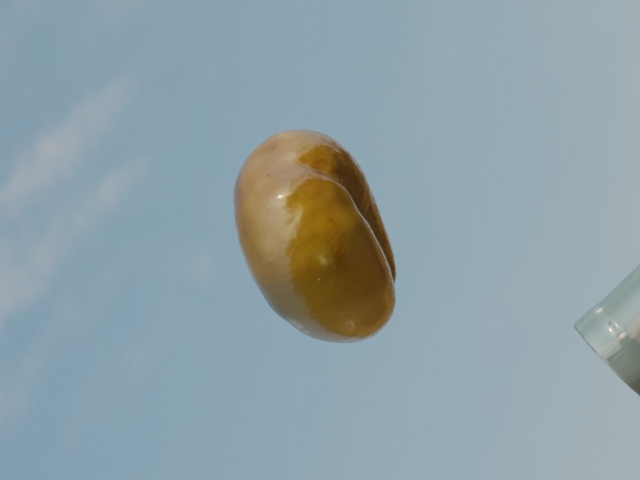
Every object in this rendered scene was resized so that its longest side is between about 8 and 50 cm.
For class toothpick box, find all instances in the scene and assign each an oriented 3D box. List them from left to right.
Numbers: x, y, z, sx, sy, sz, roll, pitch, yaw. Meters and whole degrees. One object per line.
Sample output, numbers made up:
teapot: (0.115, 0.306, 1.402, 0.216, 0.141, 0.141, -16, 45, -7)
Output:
toothpick box: (0.313, 0.057, 1.365, 0.153, 0.101, 0.101, -46, -22, 9)

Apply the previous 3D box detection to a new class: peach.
peach: (0.000, 0.000, 1.701, 0.251, 0.153, 0.251, 50, -158, -28)
